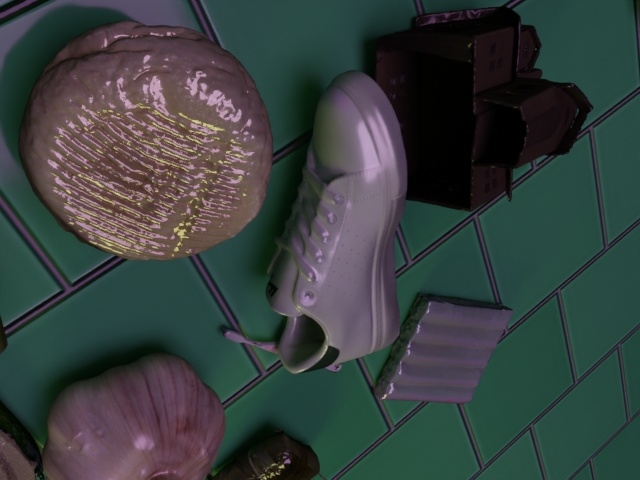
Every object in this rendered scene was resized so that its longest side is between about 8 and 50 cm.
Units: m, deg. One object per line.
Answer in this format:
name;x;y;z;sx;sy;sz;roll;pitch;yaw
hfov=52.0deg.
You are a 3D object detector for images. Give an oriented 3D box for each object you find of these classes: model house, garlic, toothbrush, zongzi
model house;0.211;-0.162;0.775;0.243;0.204;0.211;-28;125;-41
garlic;-0.172;0.235;0.657;0.199;0.226;0.199;-13;120;-24
toothbrush;-0.043;0.141;0.829;0.204;0.022;0.017;26;104;-39
zongzi;-0.068;0.318;0.885;0.130;0.062;0.154;-32;143;6

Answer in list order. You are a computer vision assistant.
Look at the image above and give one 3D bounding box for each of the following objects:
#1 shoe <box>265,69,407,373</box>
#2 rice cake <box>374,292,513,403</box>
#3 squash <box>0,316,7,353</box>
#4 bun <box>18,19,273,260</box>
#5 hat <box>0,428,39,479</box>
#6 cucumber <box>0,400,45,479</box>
shoe;0.000;0.000;0.731;0.160;0.132;0.363;-23;128;-25
rice cake;0.190;0.167;0.986;0.198;0.037;0.189;20;97;-38
squash;-0.338;0.050;0.513;0.170;0.170;0.123;-2;99;-33
bun;-0.151;-0.093;0.584;0.220;0.134;0.220;-5;129;-6
hat;-0.382;0.276;0.583;0.252;0.110;0.252;-10;118;-20
cucumber;-0.320;0.191;0.658;0.037;0.037;0.155;-32;125;-19
